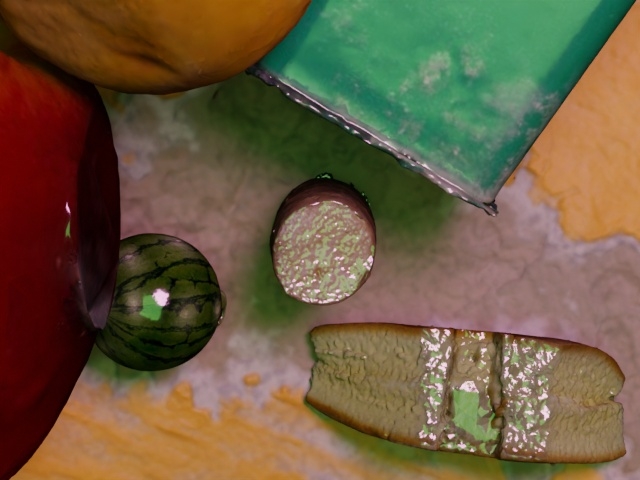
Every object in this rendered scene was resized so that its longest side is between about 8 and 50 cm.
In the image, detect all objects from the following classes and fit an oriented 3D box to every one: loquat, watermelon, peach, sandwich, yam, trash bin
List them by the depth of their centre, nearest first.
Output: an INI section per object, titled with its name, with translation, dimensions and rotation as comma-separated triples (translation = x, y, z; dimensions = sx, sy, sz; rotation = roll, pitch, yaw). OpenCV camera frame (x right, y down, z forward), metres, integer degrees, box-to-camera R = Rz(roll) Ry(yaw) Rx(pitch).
[loquat]
translation = -0.105, -0.181, 0.986
dimensions = 0.234, 0.176, 0.187
rotation = 6, 122, 32
[peach]
translation = -0.285, -0.002, 1.057
dimensions = 0.310, 0.335, 0.406
rotation = 6, 90, 2
[trash bin]
translation = 0.130, -0.225, 1.096
dimensions = 0.259, 0.295, 0.381
rotation = 29, 98, -3
[yam]
translation = 0.003, -0.001, 1.176
dimensions = 0.084, 0.127, 0.084
rotation = 0, 97, -3
[watermelon]
translation = -0.114, 0.041, 1.188
dimensions = 0.109, 0.109, 0.109
rotation = 0, 94, -2
[sandwich]
translation = 0.111, 0.108, 1.205
dimensions = 0.244, 0.088, 0.090
rotation = 8, 90, -3
